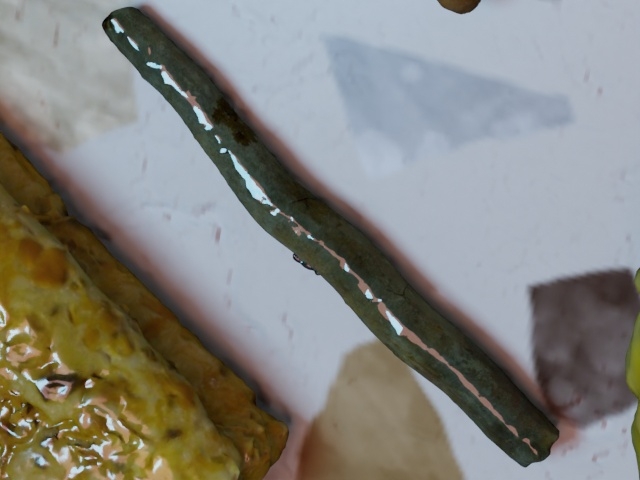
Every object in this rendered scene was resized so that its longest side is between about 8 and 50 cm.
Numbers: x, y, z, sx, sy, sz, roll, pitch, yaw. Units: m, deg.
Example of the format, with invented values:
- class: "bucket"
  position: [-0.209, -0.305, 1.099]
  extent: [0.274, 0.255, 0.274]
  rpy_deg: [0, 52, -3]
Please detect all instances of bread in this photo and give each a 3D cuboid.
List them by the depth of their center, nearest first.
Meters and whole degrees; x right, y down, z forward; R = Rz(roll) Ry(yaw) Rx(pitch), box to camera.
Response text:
- class: "bread"
  position: [-0.117, 0.048, 0.721]
  extent: [0.211, 0.083, 0.114]
  rpy_deg: [44, 113, 0]

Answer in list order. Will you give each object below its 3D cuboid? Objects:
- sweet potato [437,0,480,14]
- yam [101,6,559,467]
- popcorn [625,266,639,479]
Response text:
- class: "sweet potato"
  position: [0.032, -0.173, 0.603]
  extent: [0.055, 0.058, 0.202]
  rpy_deg: [13, 114, 38]
- class: "yam"
  position: [0.001, -0.001, 0.692]
  extent: [0.027, 0.029, 0.234]
  rpy_deg: [-44, 88, 0]
- class: "popcorn"
  position: [0.215, 0.064, 0.553]
  extent: [0.250, 0.190, 0.250]
  rpy_deg: [2, 98, 13]
